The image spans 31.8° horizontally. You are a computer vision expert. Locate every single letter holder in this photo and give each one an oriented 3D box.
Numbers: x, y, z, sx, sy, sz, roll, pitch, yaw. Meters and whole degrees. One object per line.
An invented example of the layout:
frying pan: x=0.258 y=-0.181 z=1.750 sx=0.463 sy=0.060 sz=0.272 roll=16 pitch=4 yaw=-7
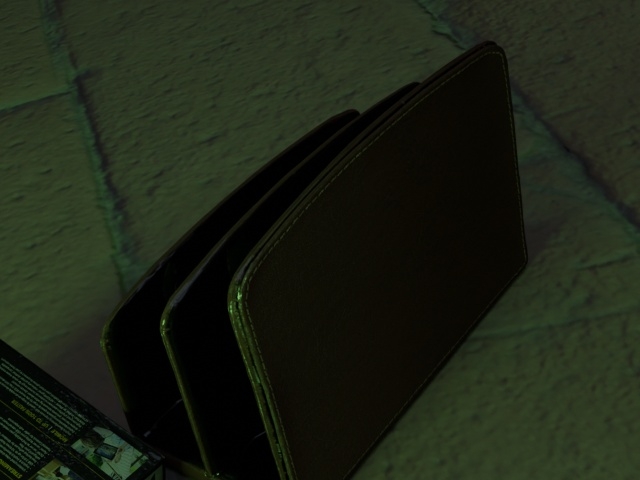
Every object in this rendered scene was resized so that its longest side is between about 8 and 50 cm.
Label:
letter holder: x=0.000 y=0.000 z=0.774 sx=0.152 sy=0.214 sz=0.302 roll=17 pitch=45 yaw=34

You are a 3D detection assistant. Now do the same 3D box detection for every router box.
router box: x=-0.211 y=0.147 z=0.736 sx=0.179 sy=0.046 sz=0.133 roll=30 pitch=46 yaw=24
